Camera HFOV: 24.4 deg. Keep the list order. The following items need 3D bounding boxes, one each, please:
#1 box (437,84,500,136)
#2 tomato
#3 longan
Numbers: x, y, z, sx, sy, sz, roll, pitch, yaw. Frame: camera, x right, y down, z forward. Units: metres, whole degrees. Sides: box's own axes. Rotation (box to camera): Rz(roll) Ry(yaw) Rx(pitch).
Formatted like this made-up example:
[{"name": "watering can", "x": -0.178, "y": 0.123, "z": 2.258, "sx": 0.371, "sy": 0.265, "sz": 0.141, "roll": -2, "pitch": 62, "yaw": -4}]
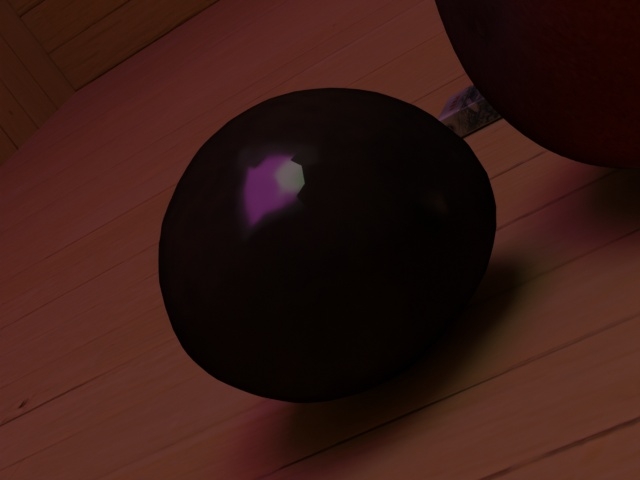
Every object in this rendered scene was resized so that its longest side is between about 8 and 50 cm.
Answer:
[{"name": "box", "x": 0.139, "y": -0.116, "z": 1.212, "sx": 0.083, "sy": 0.024, "sz": 0.054, "roll": -27, "pitch": 20, "yaw": 30}, {"name": "tomato", "x": 0.184, "y": -0.165, "z": 0.858, "sx": 0.224, "sy": 0.256, "sz": 0.256, "roll": -24, "pitch": 12, "yaw": -17}, {"name": "longan", "x": 0.000, "y": 0.000, "z": 0.879, "sx": 0.212, "sy": 0.198, "sz": 0.198, "roll": -43, "pitch": 17, "yaw": -25}]
